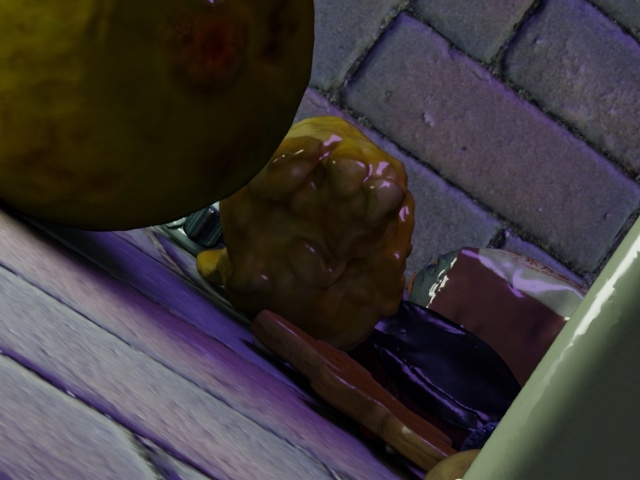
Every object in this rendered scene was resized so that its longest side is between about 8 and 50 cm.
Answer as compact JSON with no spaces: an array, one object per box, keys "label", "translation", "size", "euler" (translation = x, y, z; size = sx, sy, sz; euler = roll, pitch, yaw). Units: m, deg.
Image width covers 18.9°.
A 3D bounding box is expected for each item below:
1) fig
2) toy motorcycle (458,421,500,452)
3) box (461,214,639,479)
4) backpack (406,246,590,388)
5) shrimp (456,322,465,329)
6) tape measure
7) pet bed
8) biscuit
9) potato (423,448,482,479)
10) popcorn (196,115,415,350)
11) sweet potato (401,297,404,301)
[{"label":"fig","translation":[-0.174,-0.173,1.451],"size":[0.343,0.343,0.343],"euler":[35,3,-2]},{"label":"toy motorcycle","translation":[0.236,0.203,1.651],"size":[0.254,0.135,0.092],"euler":[34,4,-26]},{"label":"box","translation":[0.287,0.147,1.147],"size":[0.352,0.344,0.177],"euler":[36,2,12]},{"label":"backpack","translation":[0.228,0.117,2.336],"size":[0.283,0.197,0.317],"euler":[35,-3,-2]},{"label":"shrimp","translation":[0.131,0.159,1.923],"size":[0.178,0.075,0.289],"euler":[28,20,-47]},{"label":"tape measure","translation":[-0.098,-0.026,2.004],"size":[0.164,0.084,0.330],"euler":[39,4,-12]},{"label":"pet bed","translation":[0.113,0.127,1.805],"size":[0.201,0.053,0.201],"euler":[29,25,-15]},{"label":"biscuit","translation":[0.039,0.134,1.520],"size":[0.158,0.035,0.240],"euler":[30,6,-40]},{"label":"potato","translation":[0.163,0.210,1.332],"size":[0.200,0.081,0.164],"euler":[34,4,11]},{"label":"popcorn","translation":[-0.003,0.002,1.709],"size":[0.190,0.191,0.253],"euler":[49,-5,0]},{"label":"sweet potato","translation":[0.051,0.083,2.085],"size":[0.075,0.075,0.273],"euler":[36,7,1]}]
